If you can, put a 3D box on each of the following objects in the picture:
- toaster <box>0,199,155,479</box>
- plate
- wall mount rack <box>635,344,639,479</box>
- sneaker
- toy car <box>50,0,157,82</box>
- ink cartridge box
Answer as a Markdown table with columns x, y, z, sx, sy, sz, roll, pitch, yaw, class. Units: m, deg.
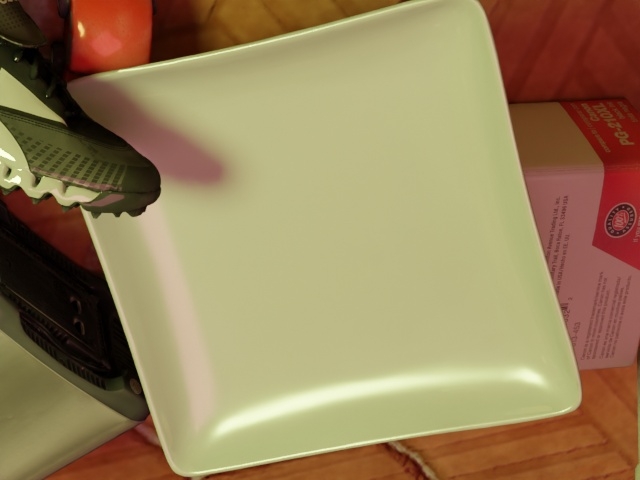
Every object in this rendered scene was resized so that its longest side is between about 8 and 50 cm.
| x | y | z | sx | sy | sz | roll | pitch | yaw | class |
| --- | --- | --- | --- | --- | --- | --- | --- | --- | --- |
| -0.225 | 0.070 | 1.153 | 0.146 | 0.129 | 0.227 | -37 | 130 | 15 | toaster |
| 0.000 | 0.000 | 1.094 | 0.277 | 0.045 | 0.278 | -11 | 111 | 16 | plate |
| 0.287 | 0.008 | 1.197 | 0.304 | 0.130 | 0.350 | -26 | 135 | -36 | wall mount rack |
| -0.190 | -0.097 | 1.030 | 0.234 | 0.078 | 0.106 | 27 | 106 | 6 | sneaker |
| -0.137 | -0.199 | 1.029 | 0.225 | 0.053 | 0.239 | 31 | 112 | -32 | toy car |
| 0.104 | 0.002 | 1.212 | 0.237 | 0.100 | 0.172 | -3 | 124 | -14 | ink cartridge box |
